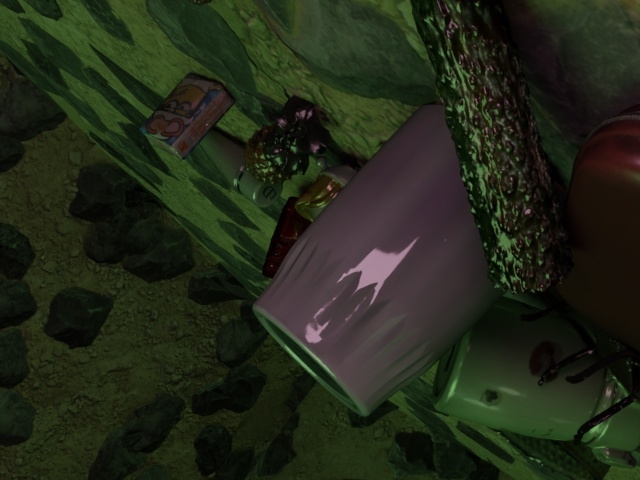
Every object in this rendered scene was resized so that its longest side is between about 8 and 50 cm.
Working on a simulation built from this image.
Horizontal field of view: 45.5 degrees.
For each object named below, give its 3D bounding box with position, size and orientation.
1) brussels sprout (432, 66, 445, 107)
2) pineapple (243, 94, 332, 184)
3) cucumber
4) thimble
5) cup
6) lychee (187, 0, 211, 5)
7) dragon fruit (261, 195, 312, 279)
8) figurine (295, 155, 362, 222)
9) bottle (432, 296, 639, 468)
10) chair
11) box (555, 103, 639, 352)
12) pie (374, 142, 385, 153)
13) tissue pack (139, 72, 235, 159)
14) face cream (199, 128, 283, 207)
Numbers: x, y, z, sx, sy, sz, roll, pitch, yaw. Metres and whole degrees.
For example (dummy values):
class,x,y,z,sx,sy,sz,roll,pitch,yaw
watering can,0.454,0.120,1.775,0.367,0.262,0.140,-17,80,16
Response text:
class,x,y,z,sx,sy,sz,roll,pitch,yaw
brussels sprout,0.163,-0.184,0.808,0.085,0.058,0.085,29,130,41
pineapple,-0.059,-0.166,1.315,0.119,0.111,0.237,27,164,-18
cucumber,0.169,-0.120,0.754,0.096,0.096,0.359,16,130,56
thimble,0.490,0.376,1.588,0.271,0.150,0.271,36,166,11
cup,0.107,0.022,0.991,0.253,0.371,0.253,43,167,12
lychee,-0.168,-0.360,1.047,0.067,0.068,0.083,-2,168,-13
dragon fruit,0.000,0.000,1.662,0.205,0.152,0.317,19,159,-7
figurine,0.098,-0.039,1.309,0.274,0.133,0.194,20,163,25
bottle,0.374,0.211,1.206,0.352,0.229,0.229,16,163,5
chair,0.396,0.151,1.015,0.174,0.213,0.149,-115,6,-52
box,0.373,0.014,0.797,0.263,0.108,0.404,34,166,21
pie,0.117,-0.122,1.189,0.085,0.017,0.085,35,166,10
tissue pack,-0.255,-0.239,1.457,0.115,0.155,0.065,26,161,43
face cream,-0.207,-0.180,1.689,0.314,0.089,0.143,38,170,34
